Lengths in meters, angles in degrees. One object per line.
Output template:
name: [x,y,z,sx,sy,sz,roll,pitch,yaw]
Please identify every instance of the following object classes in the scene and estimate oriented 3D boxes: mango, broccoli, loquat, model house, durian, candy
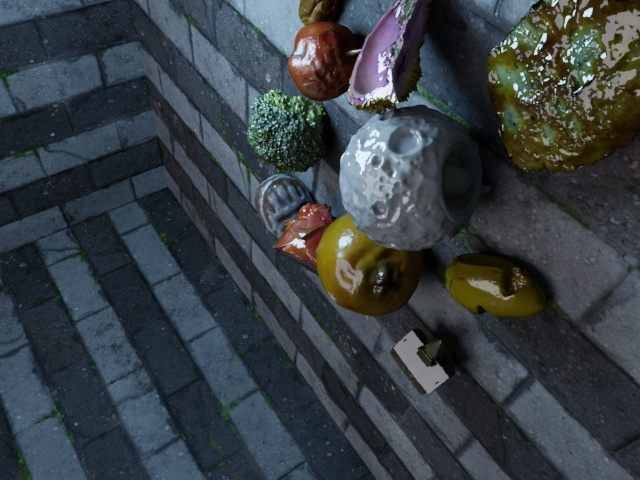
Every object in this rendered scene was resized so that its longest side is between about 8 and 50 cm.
mango: [0.426,0.115,1.309,0.262,0.130,0.167,8,127,56]
broccoli: [-0.099,-0.356,1.739,0.235,0.260,0.288,29,143,29]
loquat: [0.147,0.065,1.584,0.328,0.328,0.329,44,150,35]
model house: [0.348,0.337,1.612,0.181,0.176,0.248,54,159,20]
durian: [0.162,-0.400,1.170,0.112,0.342,0.191,23,158,-23]
candy: [-0.136,-0.119,2.064,0.157,0.214,0.290,26,146,60]

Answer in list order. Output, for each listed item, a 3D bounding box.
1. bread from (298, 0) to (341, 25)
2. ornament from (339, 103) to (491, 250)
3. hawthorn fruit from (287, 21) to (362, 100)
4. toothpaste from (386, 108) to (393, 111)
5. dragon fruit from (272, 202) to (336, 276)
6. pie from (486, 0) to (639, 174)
bread: [-0.001,-0.666,1.417,0.124,0.083,0.344,59,156,9]
ornament: [0.199,-0.141,1.233,0.337,0.337,0.337,44,150,35]
hawthorn fruit: [0.033,-0.486,1.408,0.243,0.207,0.208,2,116,52]
toothpaste: [0.180,-0.363,1.444,0.083,0.019,0.027,49,135,21]
dragon fruit: [0.000,0.000,1.910,0.305,0.226,0.305,27,170,5]
pie: [0.438,-0.275,0.926,0.289,0.102,0.355,59,151,10]
